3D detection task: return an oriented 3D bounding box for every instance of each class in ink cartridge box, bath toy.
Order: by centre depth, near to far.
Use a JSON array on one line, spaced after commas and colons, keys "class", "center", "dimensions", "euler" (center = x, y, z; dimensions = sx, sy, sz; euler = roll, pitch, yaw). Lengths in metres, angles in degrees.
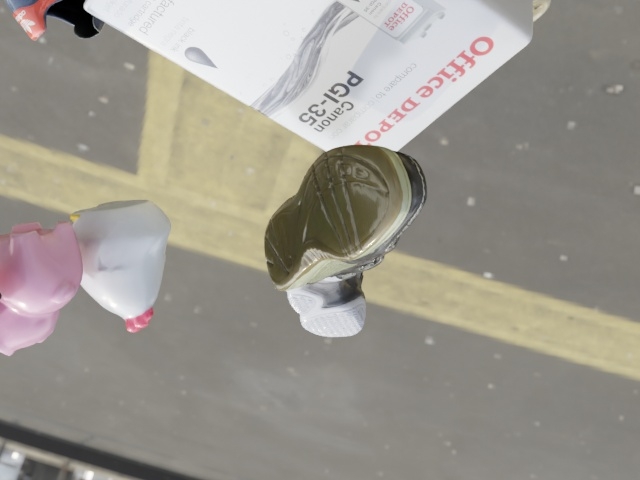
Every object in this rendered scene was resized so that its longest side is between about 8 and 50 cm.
[{"class": "ink cartridge box", "center": [-0.004, -0.202, 0.839], "dimensions": [0.283, 0.117, 0.207], "euler": [28, 135, -25]}, {"class": "bath toy", "center": [-0.276, 0.054, 0.953], "dimensions": [0.151, 0.129, 0.348], "euler": [0, -167, 42]}]

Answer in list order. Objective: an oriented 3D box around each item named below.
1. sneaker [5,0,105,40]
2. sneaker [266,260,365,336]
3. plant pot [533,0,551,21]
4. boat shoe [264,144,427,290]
[{"class": "sneaker", "center": [-0.371, -0.428, 1.842], "dimensions": [0.131, 0.350, 0.148], "euler": [-19, 95, 58]}, {"class": "sneaker", "center": [0.000, 0.000, 1.362], "dimensions": [0.101, 0.153, 0.268], "euler": [-3, 145, 11]}, {"class": "plant pot", "center": [0.248, -0.410, 1.642], "dimensions": [0.284, 0.191, 0.284], "euler": [-24, 171, -4]}, {"class": "boat shoe", "center": [0.025, -0.017, 0.805], "dimensions": [0.073, 0.080, 0.223], "euler": [-9, 167, -27]}]
